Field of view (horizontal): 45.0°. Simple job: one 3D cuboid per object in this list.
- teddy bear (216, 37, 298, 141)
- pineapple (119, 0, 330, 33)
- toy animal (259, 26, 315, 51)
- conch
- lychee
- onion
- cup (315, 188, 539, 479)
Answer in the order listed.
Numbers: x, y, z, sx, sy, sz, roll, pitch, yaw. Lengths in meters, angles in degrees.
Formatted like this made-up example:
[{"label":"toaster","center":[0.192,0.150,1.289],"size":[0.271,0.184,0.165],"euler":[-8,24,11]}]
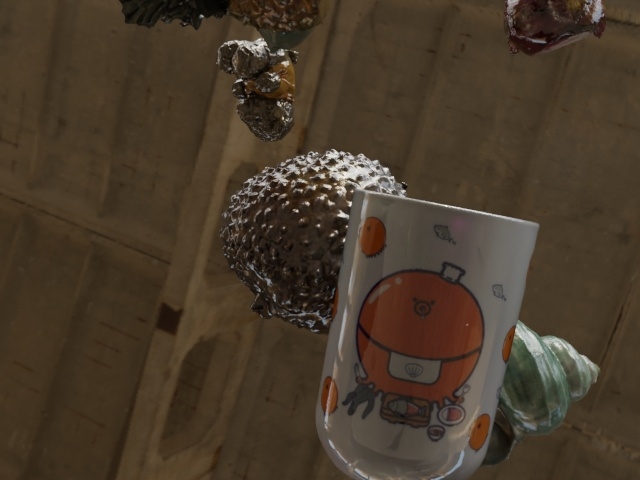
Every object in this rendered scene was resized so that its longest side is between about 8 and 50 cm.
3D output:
[{"label":"teddy bear","center":[-0.103,-0.277,1.424],"size":[0.177,0.140,0.190],"euler":[-156,-122,-64]},{"label":"pineapple","center":[-0.114,-0.295,0.873],"size":[0.248,0.128,0.128],"euler":[0,-87,7]},{"label":"toy animal","center":[-0.007,-0.404,1.161],"size":[0.251,0.127,0.125],"euler":[-46,-77,-9]},{"label":"conch","center":[0.257,0.207,1.095],"size":[0.277,0.195,0.220],"euler":[-15,-89,1]},{"label":"lychee","center":[-0.006,-0.001,1.138],"size":[0.300,0.300,0.299],"euler":[1,-87,23]},{"label":"onion","center":[0.381,-0.390,1.337],"size":[0.198,0.173,0.135],"euler":[0,-77,66]},{"label":"cup","center":[0.114,0.114,0.895],"size":[0.212,0.212,0.317],"euler":[12,-85,22]}]
